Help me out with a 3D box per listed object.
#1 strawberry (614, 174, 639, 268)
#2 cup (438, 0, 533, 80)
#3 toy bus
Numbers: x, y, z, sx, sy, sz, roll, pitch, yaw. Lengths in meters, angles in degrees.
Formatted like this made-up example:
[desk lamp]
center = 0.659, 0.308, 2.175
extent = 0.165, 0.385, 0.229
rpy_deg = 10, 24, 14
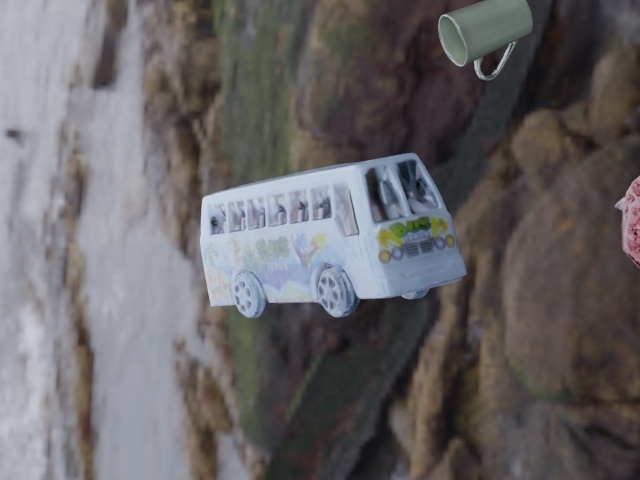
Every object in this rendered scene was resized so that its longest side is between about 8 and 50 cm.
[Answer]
[strawberry]
center = 0.424, -0.028, 1.599
extent = 0.201, 0.187, 0.184
rpy_deg = 30, 105, 36
[cup]
center = 0.171, -0.207, 1.526
extent = 0.075, 0.083, 0.054
rpy_deg = 62, 163, 15
[toy bus]
center = 0.000, 0.000, 1.442
extent = 0.329, 0.109, 0.136
rpy_deg = -7, 93, 58
